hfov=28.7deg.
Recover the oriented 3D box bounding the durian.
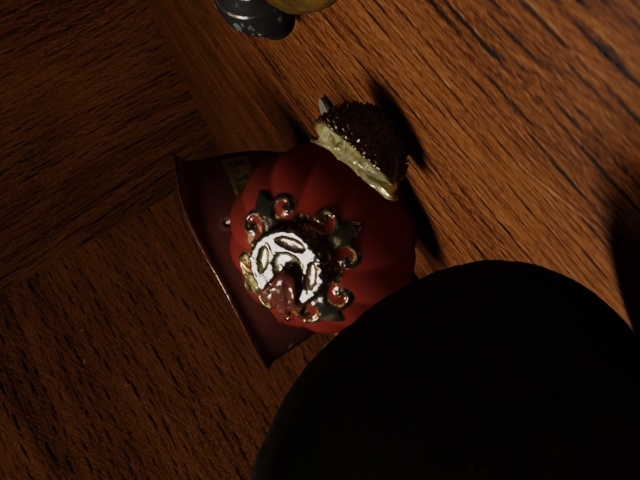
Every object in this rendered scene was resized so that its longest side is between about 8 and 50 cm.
[{"bbox_3d":[0.045,-0.102,1.269,0.140,0.071,0.110,29,159,47],"label":"durian"}]

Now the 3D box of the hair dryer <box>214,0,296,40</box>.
[{"bbox_3d":[-0.091,-0.345,1.352,0.235,0.091,0.271,5,-114,-84],"label":"hair dryer"}]

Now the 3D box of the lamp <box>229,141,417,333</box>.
[{"bbox_3d":[0.000,0.000,1.438,0.227,0.227,0.227,59,174,9],"label":"lamp"}]

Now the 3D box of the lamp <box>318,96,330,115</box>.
[{"bbox_3d":[0.047,-0.092,1.576,0.050,0.056,0.198,127,123,-85],"label":"lamp"}]

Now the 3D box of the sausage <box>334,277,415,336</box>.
[{"bbox_3d":[0.079,0.105,1.767,0.148,0.148,0.254,59,178,2],"label":"sausage"}]

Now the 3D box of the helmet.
[{"bbox_3d":[-0.065,-0.010,1.931,0.385,0.230,0.337,-114,0,-50],"label":"helmet"}]

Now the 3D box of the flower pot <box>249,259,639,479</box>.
[{"bbox_3d":[0.171,0.205,0.757,0.251,0.379,0.379,9,132,56],"label":"flower pot"}]

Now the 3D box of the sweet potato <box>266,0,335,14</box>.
[{"bbox_3d":[-0.004,-0.231,1.050,0.075,0.075,0.273,60,172,-11],"label":"sweet potato"}]

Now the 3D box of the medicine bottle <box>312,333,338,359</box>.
[{"bbox_3d":[0.159,0.273,1.498,0.388,0.219,0.219,55,173,24],"label":"medicine bottle"}]
